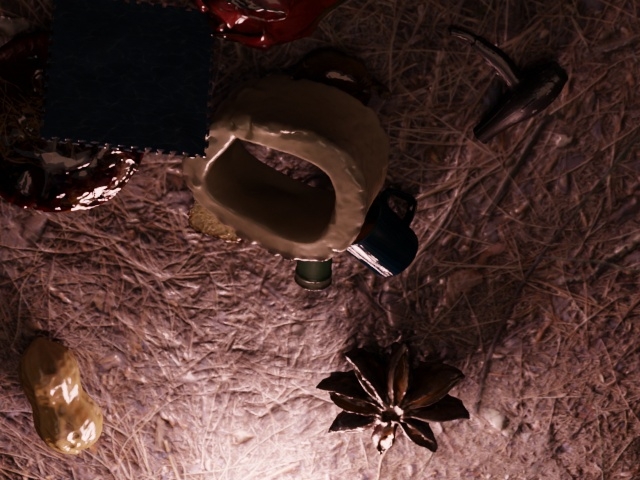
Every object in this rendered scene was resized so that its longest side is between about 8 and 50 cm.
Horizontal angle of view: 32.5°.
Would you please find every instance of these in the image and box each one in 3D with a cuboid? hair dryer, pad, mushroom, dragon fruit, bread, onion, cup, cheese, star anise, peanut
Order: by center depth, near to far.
[{"bbox_3d":[-0.063,-0.393,1.672,0.293,0.234,0.233,9,128,13],"label":"dragon fruit"},{"bbox_3d":[-0.304,-0.266,1.759,0.270,0.269,0.012,4,162,-14],"label":"pad"},{"bbox_3d":[-0.434,-0.199,1.838,0.314,0.232,0.314,-1,101,-3],"label":"onion"},{"bbox_3d":[-0.060,-0.131,1.866,0.332,0.153,0.292,20,137,7],"label":"cheese"},{"bbox_3d":[0.037,-0.258,1.871,0.171,0.080,0.135,6,137,0],"label":"mushroom"},{"bbox_3d":[0.287,-0.283,1.873,0.219,0.075,0.195,41,127,-15],"label":"hair dryer"},{"bbox_3d":[0.115,-0.018,2.017,0.150,0.113,0.138,-35,135,18],"label":"cup"},{"bbox_3d":[-0.181,-0.061,2.046,0.126,0.044,0.129,14,129,-1],"label":"bread"},{"bbox_3d":[-0.543,0.326,2.280,0.149,0.149,0.313,-5,124,4],"label":"peanut"},{"bbox_3d":[0.152,0.327,2.293,0.332,0.117,0.331,5,125,7],"label":"star anise"}]

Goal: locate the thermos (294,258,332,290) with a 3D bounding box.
[{"bbox_3d":[-0.003,0.002,2.070,0.083,0.073,0.187,7,127,4],"label":"thermos"}]
